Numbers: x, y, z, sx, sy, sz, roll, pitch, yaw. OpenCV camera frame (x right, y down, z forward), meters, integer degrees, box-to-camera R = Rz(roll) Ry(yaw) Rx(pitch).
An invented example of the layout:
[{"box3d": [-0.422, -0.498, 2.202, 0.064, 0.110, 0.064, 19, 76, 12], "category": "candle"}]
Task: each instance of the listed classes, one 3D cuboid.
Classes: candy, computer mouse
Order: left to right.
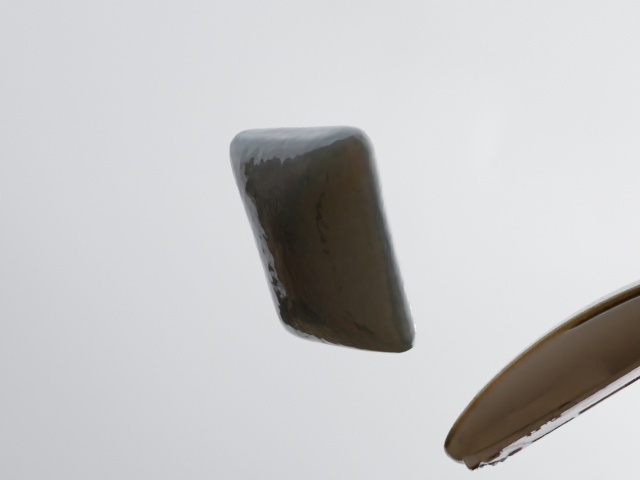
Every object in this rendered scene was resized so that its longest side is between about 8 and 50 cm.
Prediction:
[{"box3d": [0.000, 0.000, 0.753, 0.138, 0.071, 0.174, 5, -62, 45], "category": "candy"}, {"box3d": [0.183, 0.070, 0.652, 0.245, 0.056, 0.126, -36, -19, 21], "category": "computer mouse"}]
